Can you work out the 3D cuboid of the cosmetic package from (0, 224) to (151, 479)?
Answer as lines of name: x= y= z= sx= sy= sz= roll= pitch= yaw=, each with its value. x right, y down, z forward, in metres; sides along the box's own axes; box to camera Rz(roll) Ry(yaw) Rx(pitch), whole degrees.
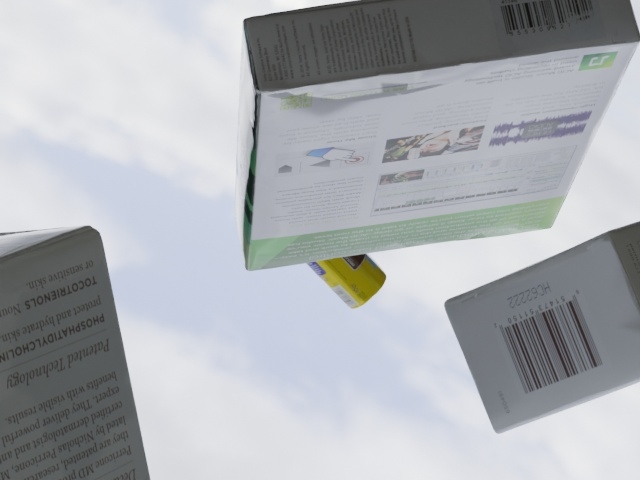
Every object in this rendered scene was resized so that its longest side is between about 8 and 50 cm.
cosmetic package: x=-0.412 y=0.216 z=2.040 sx=0.329 sy=0.393 sz=0.327 roll=-3 pitch=-168 yaw=37

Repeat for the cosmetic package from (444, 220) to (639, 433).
cosmetic package: x=0.365 y=0.067 z=2.228 sx=0.453 sy=0.230 sz=0.161 roll=-13 pitch=-100 yaw=-55

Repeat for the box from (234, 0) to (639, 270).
box: x=0.062 y=-0.070 z=1.286 sx=0.232 sy=0.322 sz=0.058 roll=-8 pitch=-111 yaw=-7

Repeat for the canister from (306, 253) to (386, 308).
canister: x=0.000 y=0.000 z=2.511 sx=0.170 sy=0.073 sz=0.126 roll=46 pitch=-178 yaw=-21
